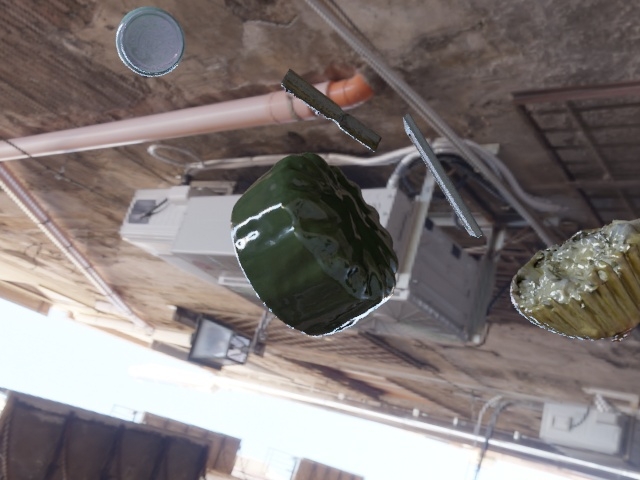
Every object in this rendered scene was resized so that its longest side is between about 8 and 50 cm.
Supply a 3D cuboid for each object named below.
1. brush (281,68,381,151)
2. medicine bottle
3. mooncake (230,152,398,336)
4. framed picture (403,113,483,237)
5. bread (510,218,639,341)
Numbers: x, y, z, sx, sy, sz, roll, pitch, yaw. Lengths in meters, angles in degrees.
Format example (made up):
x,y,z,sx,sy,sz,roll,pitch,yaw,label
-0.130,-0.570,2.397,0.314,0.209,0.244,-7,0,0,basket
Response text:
x,y,z,sx,sy,sz,roll,pitch,yaw,label
0.023,-0.266,1.469,0.248,0.036,0.043,32,-98,-20,brush
-0.356,-0.414,1.477,0.139,0.225,0.139,-4,-75,-16,medicine bottle
0.000,0.000,1.407,0.356,0.194,0.356,40,-147,-33,mooncake
0.265,-0.136,1.543,0.289,0.020,0.211,58,-172,3,framed picture
0.472,0.071,1.244,0.274,0.274,0.149,-37,-84,-40,bread
